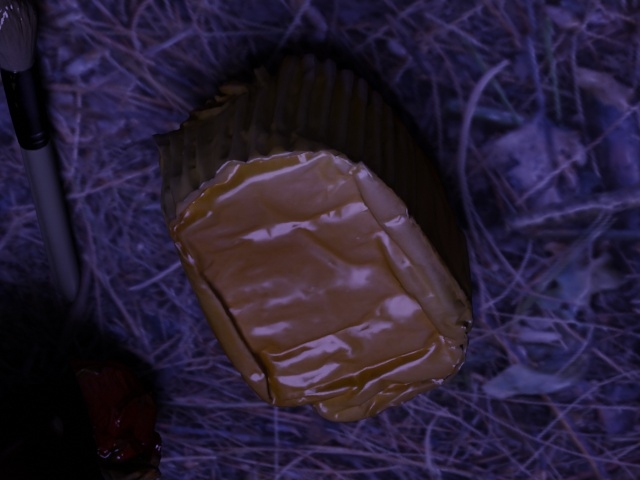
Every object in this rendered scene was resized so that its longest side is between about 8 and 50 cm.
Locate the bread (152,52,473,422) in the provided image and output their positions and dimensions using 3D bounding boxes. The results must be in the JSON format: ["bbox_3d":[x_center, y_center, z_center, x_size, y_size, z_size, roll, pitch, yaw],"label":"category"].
[{"bbox_3d":[0.000,0.000,1.015,0.179,0.133,0.250,-19,128,23],"label":"bread"}]

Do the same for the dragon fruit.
[{"bbox_3d":[-0.160,0.172,1.222,0.083,0.106,0.162,-8,140,-29],"label":"dragon fruit"}]

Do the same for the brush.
[{"bbox_3d":[-0.200,-0.059,1.073,0.039,0.042,0.299,-17,134,-15],"label":"brush"}]

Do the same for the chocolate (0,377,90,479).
[{"bbox_3d":[-0.268,0.245,1.131,0.283,0.283,0.186,-34,87,35],"label":"chocolate"}]
